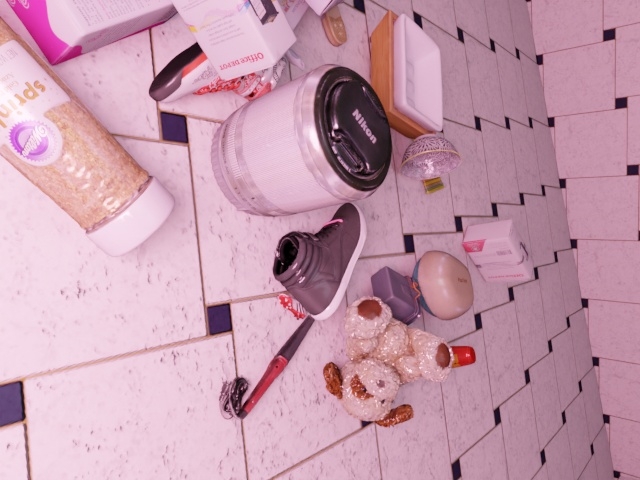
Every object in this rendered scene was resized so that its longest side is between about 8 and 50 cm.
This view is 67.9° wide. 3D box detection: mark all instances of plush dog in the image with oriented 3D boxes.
[{"bbox_3d":[0.116,0.272,1.024,0.262,0.210,0.226,32,71,-8],"label":"plush dog"}]

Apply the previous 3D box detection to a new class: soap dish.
[{"bbox_3d":[0.233,-0.435,1.297,0.228,0.118,0.291,15,72,-46],"label":"soap dish"}]

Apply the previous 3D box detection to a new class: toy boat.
[{"bbox_3d":[0.320,0.187,1.283,0.267,0.148,0.319,20,61,-50],"label":"toy boat"}]

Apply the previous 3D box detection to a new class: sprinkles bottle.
[{"bbox_3d":[-0.344,-0.139,0.589,0.355,0.121,0.121,52,49,-28],"label":"sprinkles bottle"}]

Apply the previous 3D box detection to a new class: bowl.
[{"bbox_3d":[0.296,-0.239,1.303,0.170,0.170,0.080,16,62,-46],"label":"bowl"}]

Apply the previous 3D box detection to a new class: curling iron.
[{"bbox_3d":[-0.085,0.222,0.878,0.274,0.035,0.068,-39,112,-45],"label":"curling iron"}]

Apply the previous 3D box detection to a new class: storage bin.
[{"bbox_3d":[0.178,0.126,1.130,0.091,0.098,0.135,35,30,-28],"label":"storage bin"}]

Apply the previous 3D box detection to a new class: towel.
[{"bbox_3d":[0.319,-0.262,1.437,0.102,0.021,0.238,-25,101,-49],"label":"towel"}]

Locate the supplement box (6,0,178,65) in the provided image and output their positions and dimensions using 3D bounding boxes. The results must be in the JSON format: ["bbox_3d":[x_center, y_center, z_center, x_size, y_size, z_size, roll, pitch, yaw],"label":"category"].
[{"bbox_3d":[-0.306,-0.352,0.677,0.220,0.111,0.114,-51,120,-41],"label":"supplement box"}]

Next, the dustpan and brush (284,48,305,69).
[{"bbox_3d":[-0.115,-0.411,0.942,0.211,0.060,0.147,42,54,-35],"label":"dustpan and brush"}]

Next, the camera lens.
[{"bbox_3d":[-0.031,-0.161,0.829,0.219,0.274,0.220,11,75,-47],"label":"camera lens"}]

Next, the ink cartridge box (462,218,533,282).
[{"bbox_3d":[0.598,0.041,1.591,0.218,0.158,0.092,50,49,-31],"label":"ink cartridge box"}]

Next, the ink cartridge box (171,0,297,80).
[{"bbox_3d":[-0.135,-0.339,0.693,0.072,0.127,0.175,-58,132,-32],"label":"ink cartridge box"}]

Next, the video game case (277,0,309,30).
[{"bbox_3d":[-0.113,-0.542,0.949,0.227,0.026,0.207,40,48,-23],"label":"video game case"}]

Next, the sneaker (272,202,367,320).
[{"bbox_3d":[0.000,0.000,0.967,0.147,0.104,0.296,42,49,-26],"label":"sneaker"}]

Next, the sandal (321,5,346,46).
[{"bbox_3d":[0.026,-0.592,1.120,0.088,0.079,0.240,-39,112,-45],"label":"sandal"}]

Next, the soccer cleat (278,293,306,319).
[{"bbox_3d":[-0.054,0.124,0.940,0.083,0.029,0.036,49,42,-35],"label":"soccer cleat"}]

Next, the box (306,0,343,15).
[{"bbox_3d":[0.005,-0.622,0.980,0.231,0.126,0.262,45,46,-9],"label":"box"}]

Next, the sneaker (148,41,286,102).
[{"bbox_3d":[-0.162,-0.287,0.832,0.270,0.090,0.145,-54,134,-25],"label":"sneaker"}]
